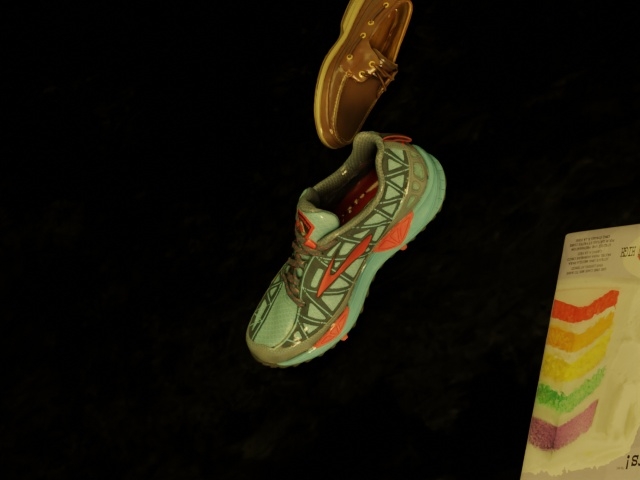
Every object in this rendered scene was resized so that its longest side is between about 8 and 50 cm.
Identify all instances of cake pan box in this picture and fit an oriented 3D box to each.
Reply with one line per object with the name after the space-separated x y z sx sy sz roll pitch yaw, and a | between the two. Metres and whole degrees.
0.301 0.102 1.638 0.267 0.070 0.245 -6 66 47 | cake pan box

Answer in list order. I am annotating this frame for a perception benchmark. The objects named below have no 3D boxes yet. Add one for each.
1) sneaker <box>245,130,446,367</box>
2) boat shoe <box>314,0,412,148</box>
0.000 0.000 1.893 0.104 0.125 0.262 37 91 41 | sneaker
0.044 -0.176 1.991 0.060 0.064 0.178 5 68 39 | boat shoe
